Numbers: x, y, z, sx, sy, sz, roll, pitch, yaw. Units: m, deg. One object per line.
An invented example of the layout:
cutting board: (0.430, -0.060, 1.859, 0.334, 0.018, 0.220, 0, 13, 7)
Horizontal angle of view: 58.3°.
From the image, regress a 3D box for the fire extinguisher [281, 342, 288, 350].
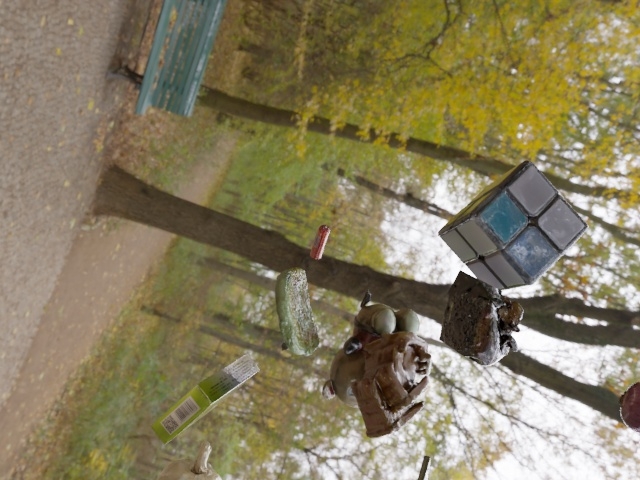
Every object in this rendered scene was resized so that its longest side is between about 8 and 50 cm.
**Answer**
fire extinguisher: (-0.104, 0.311, 1.676, 0.028, 0.022, 0.083, -41, 173, -9)

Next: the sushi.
sushi: (0.498, 0.253, 1.742, 0.227, 0.215, 0.212, -64, -152, 4)

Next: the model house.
model house: (0.189, 0.369, 1.424, 0.199, 0.219, 0.229, -27, -136, 49)

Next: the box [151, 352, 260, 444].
box: (-0.278, 0.387, 1.429, 0.175, 0.062, 0.260, -43, 172, 19)

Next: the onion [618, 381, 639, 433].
onion: (0.711, 0.366, 1.259, 0.115, 0.104, 0.115, 8, 90, -68)

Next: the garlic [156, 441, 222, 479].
garlic: (-0.355, 0.648, 1.603, 0.199, 0.199, 0.226, -102, -151, -75)

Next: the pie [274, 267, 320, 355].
pie: (-0.058, 0.179, 1.470, 0.240, 0.054, 0.241, -12, 90, -75)

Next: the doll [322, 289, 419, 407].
doll: (0.133, 0.312, 1.605, 0.174, 0.235, 0.330, 37, -69, 49)

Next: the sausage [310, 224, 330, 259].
sausage: (0.000, 0.000, 1.542, 0.129, 0.034, 0.034, 107, -3, -49)

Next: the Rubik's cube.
Rubik's cube: (0.658, -0.035, 2.000, 0.318, 0.313, 0.316, -41, 178, -13)

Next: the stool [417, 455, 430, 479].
stool: (0.275, 0.556, 1.012, 0.269, 0.243, 0.170, -43, 136, -61)
